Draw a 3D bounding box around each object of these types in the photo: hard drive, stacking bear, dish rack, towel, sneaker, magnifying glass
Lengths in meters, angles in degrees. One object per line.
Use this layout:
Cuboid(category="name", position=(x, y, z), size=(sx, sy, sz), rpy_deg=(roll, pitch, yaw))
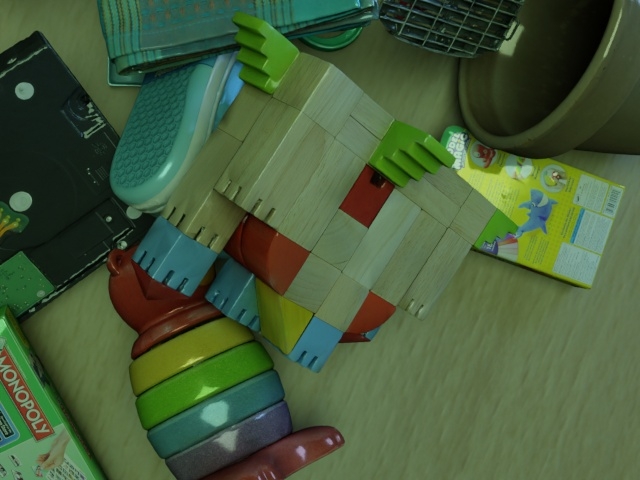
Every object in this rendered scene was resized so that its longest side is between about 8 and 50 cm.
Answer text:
Cuboid(category="hard drive", position=(-0.352, -0.021, 0.943), size=(0.339, 0.064, 0.237), rpy_deg=(-37, 127, -6))
Cuboid(category="stacking bear", position=(-0.129, 0.129, 0.981), size=(0.164, 0.175, 0.289), rpy_deg=(-32, 80, 36))
Cuboid(category="dish rack", position=(0.156, -0.317, 0.907), size=(0.208, 0.074, 0.272), rpy_deg=(6, 120, -39))
Cuboid(category="towel", position=(-0.110, -0.363, 0.882), size=(0.271, 0.040, 0.370), rpy_deg=(-11, 92, 11))
Cuboid(category="sneaker", position=(-0.092, -0.123, 1.011), size=(0.208, 0.127, 0.319), rpy_deg=(44, 54, -39))
Cuboid(category="magnifying glass", position=(-0.031, -0.320, 1.053), size=(0.092, 0.026, 0.231), rpy_deg=(-35, 93, -5))

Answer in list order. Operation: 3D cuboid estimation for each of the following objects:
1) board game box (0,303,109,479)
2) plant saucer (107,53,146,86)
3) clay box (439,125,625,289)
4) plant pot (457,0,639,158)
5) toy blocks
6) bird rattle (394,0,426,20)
Cuboid(category="board game box", position=(-0.350, 0.252, 0.967), size=(0.213, 0.046, 0.317), rpy_deg=(-25, 108, -7))
Cuboid(category="plant saucer", position=(-0.203, -0.267, 1.036), size=(0.067, 0.018, 0.192), rpy_deg=(1, 89, -7))
Cuboid(category="clay box", position=(0.224, -0.039, 1.070), size=(0.222, 0.053, 0.127), rpy_deg=(20, 88, -5))
Cuboid(category="plant pot", position=(0.313, -0.191, 1.004), size=(0.229, 0.263, 0.263), rpy_deg=(17, 88, -25))
Cuboid(category="toy blocks", position=(0.000, 0.000, 0.905), size=(0.381, 0.190, 0.261), rpy_deg=(33, 90, -43))
Cuboid(category="bird rattle", position=(0.094, -0.376, 0.989), size=(0.143, 0.207, 0.254), rpy_deg=(-2, 81, 11))
